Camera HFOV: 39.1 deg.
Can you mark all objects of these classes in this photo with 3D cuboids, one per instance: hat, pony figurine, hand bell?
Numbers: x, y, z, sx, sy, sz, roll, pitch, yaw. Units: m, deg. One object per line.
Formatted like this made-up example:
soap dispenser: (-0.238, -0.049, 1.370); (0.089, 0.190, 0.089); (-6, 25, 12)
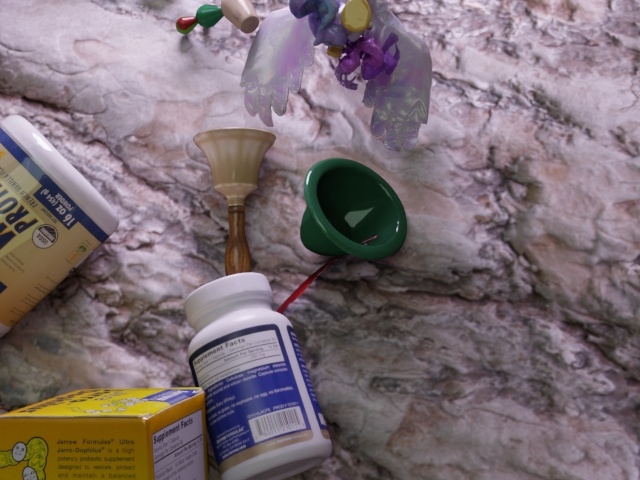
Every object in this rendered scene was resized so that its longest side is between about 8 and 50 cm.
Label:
hat: (0.000, 0.000, 1.348); (0.208, 0.183, 0.173); (-18, 70, -44)
pony figurine: (0.041, -0.334, 1.327); (0.302, 0.363, 0.351); (14, 88, 5)
hand bell: (-0.124, -0.037, 1.352); (0.126, 0.126, 0.242); (-4, 83, 6)

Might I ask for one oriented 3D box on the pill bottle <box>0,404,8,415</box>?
pill bottle: (-0.551, 0.232, 1.285); (0.216, 0.121, 0.121); (36, 79, 17)

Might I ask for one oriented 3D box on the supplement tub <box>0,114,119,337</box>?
supplement tub: (-0.476, 0.000, 1.302); (0.228, 0.228, 0.316); (42, 80, 19)

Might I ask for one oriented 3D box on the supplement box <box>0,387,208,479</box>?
supplement box: (-0.253, 0.371, 1.095); (0.195, 0.194, 0.357); (-3, 89, 13)

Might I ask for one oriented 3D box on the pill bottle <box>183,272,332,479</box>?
pill bottle: (-0.093, 0.188, 1.224); (0.153, 0.153, 0.265); (-19, 69, 0)

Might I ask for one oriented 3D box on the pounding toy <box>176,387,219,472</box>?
pounding toy: (-0.201, 0.282, 1.246); (0.141, 0.100, 0.130); (-15, 68, 14)

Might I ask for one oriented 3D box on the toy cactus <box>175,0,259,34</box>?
toy cactus: (-0.155, -0.404, 1.441); (0.219, 0.112, 0.180); (-42, 58, 12)
